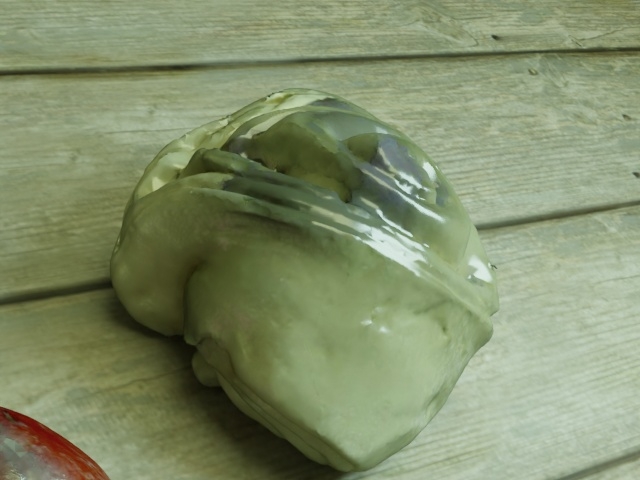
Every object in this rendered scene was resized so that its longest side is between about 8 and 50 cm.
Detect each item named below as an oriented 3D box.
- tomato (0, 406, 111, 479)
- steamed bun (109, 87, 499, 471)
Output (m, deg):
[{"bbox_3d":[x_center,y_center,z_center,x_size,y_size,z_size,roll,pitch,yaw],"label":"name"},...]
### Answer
[{"bbox_3d":[-0.214,0.179,0.855,0.173,0.099,0.189,20,35,-3],"label":"tomato"},{"bbox_3d":[0.000,0.000,1.078,0.339,0.247,0.352,33,41,13],"label":"steamed bun"}]
